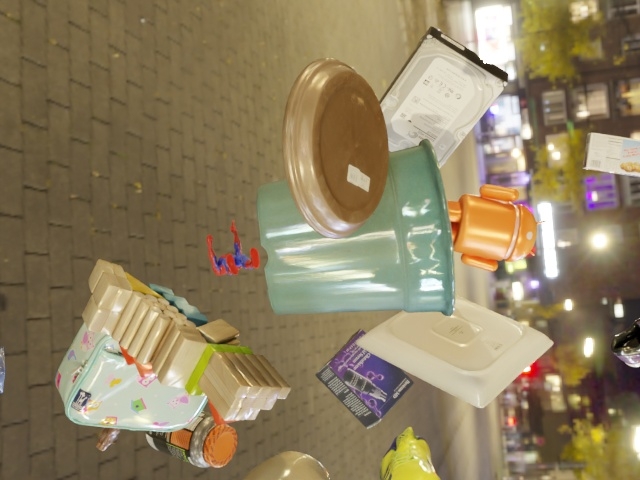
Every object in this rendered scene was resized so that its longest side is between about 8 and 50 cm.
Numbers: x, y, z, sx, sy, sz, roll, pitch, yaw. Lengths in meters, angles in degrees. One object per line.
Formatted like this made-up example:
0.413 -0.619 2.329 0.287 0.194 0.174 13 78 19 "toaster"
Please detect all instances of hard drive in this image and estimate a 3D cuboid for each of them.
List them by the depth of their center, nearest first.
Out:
0.286 -0.347 2.112 0.339 0.237 0.064 -53 -169 40 "hard drive"

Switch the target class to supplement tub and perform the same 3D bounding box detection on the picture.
-0.285 0.432 1.834 0.117 0.190 0.117 -20 115 -52 "supplement tub"

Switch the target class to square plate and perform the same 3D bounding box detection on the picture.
0.320 0.227 1.938 0.347 0.344 0.049 -27 130 -44 "square plate"

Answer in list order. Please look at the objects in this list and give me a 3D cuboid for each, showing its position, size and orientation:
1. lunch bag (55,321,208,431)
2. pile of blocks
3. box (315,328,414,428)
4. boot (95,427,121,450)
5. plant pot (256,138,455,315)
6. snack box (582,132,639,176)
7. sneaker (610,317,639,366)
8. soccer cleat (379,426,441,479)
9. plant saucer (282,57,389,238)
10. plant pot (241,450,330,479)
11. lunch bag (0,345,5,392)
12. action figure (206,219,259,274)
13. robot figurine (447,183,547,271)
-0.317 0.231 1.479 0.279 0.224 0.108 17 27 -39 "lunch bag"
-0.221 0.170 1.274 0.112 0.362 0.149 -60 162 14 "pile of blocks"
0.118 0.370 2.205 0.153 0.207 0.108 -43 175 -31 "box"
-0.413 0.373 1.716 0.114 0.037 0.106 -54 -172 10 "boot"
0.059 -0.004 1.575 0.341 0.334 0.341 -7 90 -89 "plant pot"
0.560 -0.147 1.472 0.022 0.178 0.064 177 -79 -85 "snack box"
0.908 0.237 2.196 0.124 0.283 0.107 28 30 -42 "sneaker"
0.132 0.348 1.264 0.289 0.094 0.121 82 7 -78 "soccer cleat"
0.035 -0.141 1.263 0.278 0.041 0.277 -1 91 -58 "plant saucer"
-0.076 0.648 2.082 0.191 0.284 0.284 -61 147 -40 "plant pot"
-0.644 0.251 1.587 0.098 0.065 0.067 54 -47 54 "lunch bag"
-0.225 0.018 2.030 0.280 0.092 0.139 162 -87 -73 "action figure"
0.352 -0.027 1.716 0.128 0.220 0.158 108 -7 -75 "robot figurine"
